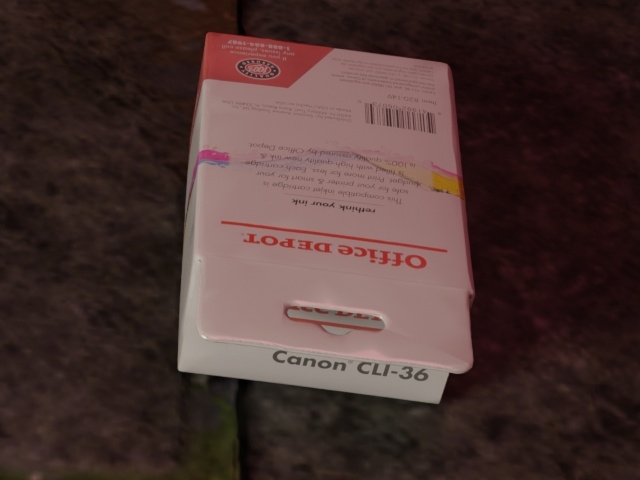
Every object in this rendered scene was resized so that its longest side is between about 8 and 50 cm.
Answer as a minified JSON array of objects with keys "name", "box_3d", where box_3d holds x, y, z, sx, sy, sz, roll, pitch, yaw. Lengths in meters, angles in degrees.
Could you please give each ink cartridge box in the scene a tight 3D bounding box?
[{"name":"ink cartridge box","box_3d":[0.000,0.000,0.831,0.115,0.067,0.198,7,40,-6]}]
